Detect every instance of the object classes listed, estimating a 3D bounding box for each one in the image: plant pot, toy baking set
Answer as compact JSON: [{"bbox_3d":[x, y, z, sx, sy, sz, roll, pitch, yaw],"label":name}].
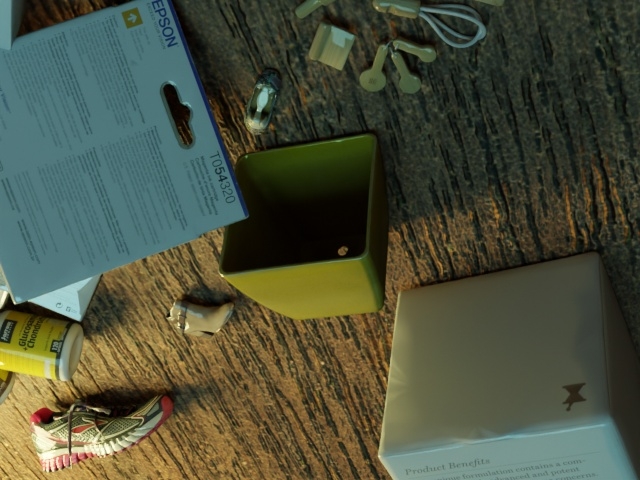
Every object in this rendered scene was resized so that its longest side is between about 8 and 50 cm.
[{"bbox_3d":[0.000,0.000,1.527,0.212,0.212,0.187,-7,143,18],"label":"plant pot"},{"bbox_3d":[0.098,-0.286,1.353,0.196,0.030,0.256,37,129,-24],"label":"toy baking set"}]

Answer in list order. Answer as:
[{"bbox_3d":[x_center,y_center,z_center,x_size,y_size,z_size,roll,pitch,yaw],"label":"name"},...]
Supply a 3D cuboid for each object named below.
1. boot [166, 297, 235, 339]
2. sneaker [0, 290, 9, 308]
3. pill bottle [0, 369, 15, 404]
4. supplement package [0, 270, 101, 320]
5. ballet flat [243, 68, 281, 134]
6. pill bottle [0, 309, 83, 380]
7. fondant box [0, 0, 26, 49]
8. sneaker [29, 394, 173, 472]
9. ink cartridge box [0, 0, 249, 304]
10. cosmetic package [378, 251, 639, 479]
[{"bbox_3d":[-0.203,0.121,1.780,0.087,0.042,0.118,30,131,-13],"label":"boot"},{"bbox_3d":[-0.552,-0.015,1.682,0.178,0.124,0.295,17,135,-17],"label":"sneaker"},{"bbox_3d":[-0.654,0.214,1.904,0.117,0.117,0.215,-22,126,29],"label":"pill bottle"},{"bbox_3d":[-0.349,-0.034,1.531,0.133,0.139,0.244,23,98,-9],"label":"supplement package"},{"bbox_3d":[-0.084,-0.183,1.476,0.041,0.041,0.114,18,133,-4],"label":"ballet flat"},{"bbox_3d":[-0.511,0.177,1.854,0.184,0.103,0.103,11,133,2],"label":"pill bottle"},{"bbox_3d":[-0.512,-0.368,1.248,0.330,0.096,0.238,11,147,-10],"label":"fondant box"},{"bbox_3d":[-0.410,0.339,1.980,0.299,0.121,0.112,-19,95,17],"label":"sneaker"},{"bbox_3d":[-0.302,-0.123,1.415,0.330,0.071,0.324,-20,96,-10],"label":"ink cartridge box"},{"bbox_3d":[0.321,0.289,1.626,0.329,0.327,0.394,-13,129,22],"label":"cosmetic package"}]
